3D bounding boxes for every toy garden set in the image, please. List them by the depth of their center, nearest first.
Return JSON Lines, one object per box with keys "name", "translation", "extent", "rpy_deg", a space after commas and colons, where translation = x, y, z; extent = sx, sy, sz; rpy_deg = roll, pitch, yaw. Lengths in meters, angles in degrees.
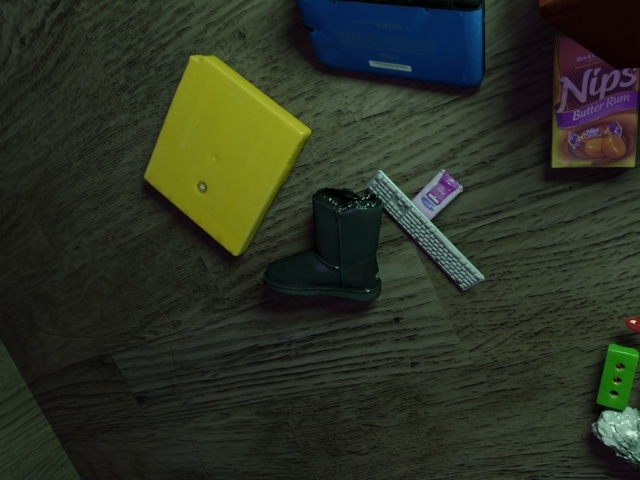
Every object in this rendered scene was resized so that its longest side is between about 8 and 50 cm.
{"name": "toy garden set", "translation": [0.570, 0.188, 0.830], "extent": [0.244, 0.049, 0.203], "rpy_deg": [11, 116, 26]}

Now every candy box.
{"name": "candy box", "translation": [0.386, -0.198, 0.774], "extent": [0.109, 0.053, 0.186], "rpy_deg": [3, 109, 29]}

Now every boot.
{"name": "boot", "translation": [0.000, 0.000, 1.040], "extent": [0.247, 0.094, 0.207], "rpy_deg": [5, 115, 20]}

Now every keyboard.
{"name": "keyboard", "translation": [0.179, -0.016, 0.964], "extent": [0.256, 0.014, 0.072], "rpy_deg": [47, 160, 5]}

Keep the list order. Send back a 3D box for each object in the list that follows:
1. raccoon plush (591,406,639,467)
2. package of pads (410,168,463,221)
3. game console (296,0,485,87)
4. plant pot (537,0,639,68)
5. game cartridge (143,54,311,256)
{"name": "raccoon plush", "translation": [0.592, 0.463, 0.772], "extent": [0.447, 0.299, 0.216], "rpy_deg": [18, 118, 22]}
{"name": "package of pads", "translation": [0.197, -0.075, 0.940], "extent": [0.050, 0.032, 0.083], "rpy_deg": [45, 124, 3]}
{"name": "game console", "translation": [0.123, -0.392, 0.829], "extent": [0.293, 0.173, 0.250], "rpy_deg": [17, 157, 25]}
{"name": "plant pot", "translation": [0.377, -0.333, 0.574], "extent": [0.236, 0.267, 0.267], "rpy_deg": [-14, 69, 52]}
{"name": "game cartridge", "translation": [-0.201, -0.171, 1.119], "extent": [0.285, 0.053, 0.323], "rpy_deg": [40, 121, 10]}
